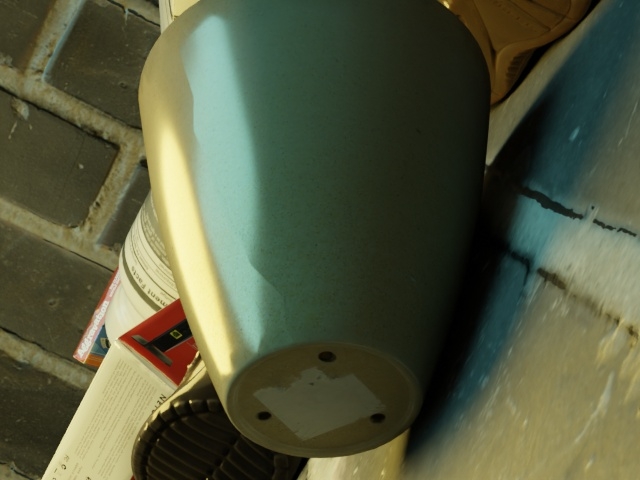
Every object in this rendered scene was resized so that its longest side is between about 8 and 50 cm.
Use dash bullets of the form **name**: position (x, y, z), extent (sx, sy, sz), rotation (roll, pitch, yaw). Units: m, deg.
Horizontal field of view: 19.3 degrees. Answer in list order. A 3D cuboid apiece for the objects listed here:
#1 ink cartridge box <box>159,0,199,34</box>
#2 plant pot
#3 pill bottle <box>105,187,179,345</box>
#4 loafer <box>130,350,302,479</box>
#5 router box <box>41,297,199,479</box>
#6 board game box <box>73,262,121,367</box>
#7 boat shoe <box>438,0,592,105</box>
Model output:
- **ink cartridge box**: position (-0.038, -0.320, 2.166), extent (0.395, 0.285, 0.166), rotation (110, 154, -71)
- **plant pot**: position (0.000, 0.002, 1.280), extent (0.256, 0.256, 0.274), rotation (122, 155, -44)
- **pill bottle**: position (-0.126, 0.001, 2.325), extent (0.363, 0.210, 0.210), rotation (-60, 7, 37)
- **loafer**: position (-0.040, 0.118, 1.613), extent (0.366, 0.134, 0.130), rotation (-53, 1, 39)
- **router box**: position (-0.151, 0.180, 1.896), extent (0.301, 0.082, 0.335), rotation (-34, -21, -53)
- **board game box**: position (-0.212, 0.123, 2.574), extent (0.281, 0.027, 0.145), rotation (23, -86, -55)
- **boat shoe**: position (0.131, -0.192, 1.449), extent (0.110, 0.122, 0.341), rotation (-61, 15, -22)
